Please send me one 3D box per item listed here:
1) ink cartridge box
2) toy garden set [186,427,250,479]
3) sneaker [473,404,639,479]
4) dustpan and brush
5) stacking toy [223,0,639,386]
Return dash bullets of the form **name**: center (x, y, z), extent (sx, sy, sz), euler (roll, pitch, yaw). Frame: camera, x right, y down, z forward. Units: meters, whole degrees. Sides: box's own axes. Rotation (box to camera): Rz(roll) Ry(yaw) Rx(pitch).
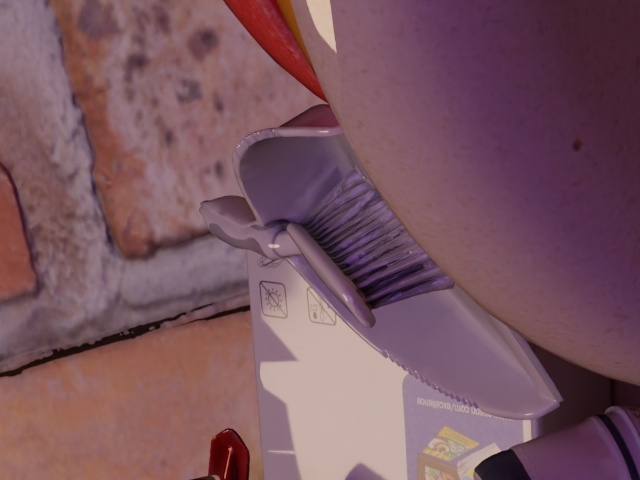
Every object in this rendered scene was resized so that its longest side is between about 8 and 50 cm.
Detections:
- **ink cartridge box**: center (0.052, 0.144, 0.819), extent (0.165, 0.065, 0.332), euler (7, 104, 41)
- **toy garden set**: center (-0.054, 0.208, 0.872), extent (0.244, 0.049, 0.203), euler (104, 147, -41)
- **sneaker**: center (0.109, 0.192, 0.720), extent (0.094, 0.091, 0.258), euler (-133, 34, -80)
- **dustpan and brush**: center (0.000, 0.000, 0.735), extent (0.147, 0.060, 0.211), euler (53, 175, -24)
- **stacking toy**: center (0.038, -0.163, 0.643), extent (0.480, 0.351, 0.350), euler (20, 115, 57)
